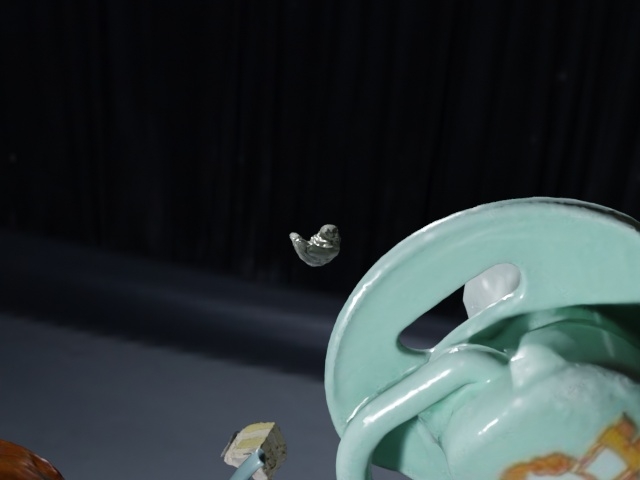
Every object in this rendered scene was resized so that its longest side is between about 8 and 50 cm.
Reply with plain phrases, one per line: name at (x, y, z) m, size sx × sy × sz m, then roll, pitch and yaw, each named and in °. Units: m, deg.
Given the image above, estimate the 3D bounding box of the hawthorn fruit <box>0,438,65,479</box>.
hawthorn fruit at (-0.257, 0.251, 1.333) m, size 0.258 × 0.262 × 0.258 m, roll -1°, pitch 65°, yaw 3°

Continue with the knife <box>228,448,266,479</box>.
knife at (-0.119, 0.291, 1.917) m, size 0.210 × 0.015 × 0.028 m, roll -54°, pitch 37°, yaw -4°

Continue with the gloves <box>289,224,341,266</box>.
gloves at (0.001, 0.002, 1.653) m, size 0.037 × 0.044 × 0.081 m, roll 49°, pitch 23°, yaw 17°

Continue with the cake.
cake at (-0.060, 0.228, 2.131) m, size 0.065 × 0.121 × 0.052 m, roll 37°, pitch 72°, yaw -5°

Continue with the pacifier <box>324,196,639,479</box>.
pacifier at (0.143, 0.094, 1.312) m, size 0.288 × 0.343 × 0.269 m, roll -35°, pitch 26°, yaw 16°
